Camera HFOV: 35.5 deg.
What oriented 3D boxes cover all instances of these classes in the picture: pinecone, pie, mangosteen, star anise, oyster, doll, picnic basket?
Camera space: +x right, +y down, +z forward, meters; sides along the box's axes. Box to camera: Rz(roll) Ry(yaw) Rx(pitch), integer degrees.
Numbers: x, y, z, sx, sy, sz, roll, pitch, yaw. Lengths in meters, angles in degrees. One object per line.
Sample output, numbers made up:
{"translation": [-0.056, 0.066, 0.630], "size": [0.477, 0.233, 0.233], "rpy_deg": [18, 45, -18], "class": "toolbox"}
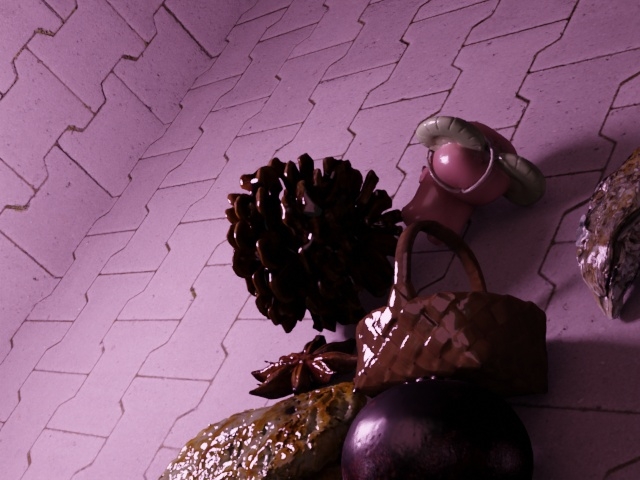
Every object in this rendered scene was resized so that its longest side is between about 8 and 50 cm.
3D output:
{"translation": [0.000, 0.000, 2.110], "size": [0.397, 0.398, 0.398], "rpy_deg": [-30, 32, 21], "class": "pinecone"}
{"translation": [-0.108, 0.398, 1.804], "size": [0.418, 0.180, 0.395], "rpy_deg": [-15, 17, 21], "class": "pie"}
{"translation": [0.187, 0.362, 1.526], "size": [0.297, 0.313, 0.297], "rpy_deg": [-24, -1, -1], "class": "mangosteen"}
{"translation": [-0.021, 0.279, 2.044], "size": [0.272, 0.103, 0.272], "rpy_deg": [-17, 14, 4], "class": "star anise"}
{"translation": [0.535, -0.026, 1.739], "size": [0.162, 0.158, 0.351], "rpy_deg": [98, -165, -67], "class": "oyster"}
{"translation": [0.300, -0.130, 2.039], "size": [0.216, 0.284, 0.268], "rpy_deg": [-62, 5, -23], "class": "doll"}
{"translation": [0.220, 0.119, 1.736], "size": [0.337, 0.293, 0.337], "rpy_deg": [-19, 60, 36], "class": "picnic basket"}
